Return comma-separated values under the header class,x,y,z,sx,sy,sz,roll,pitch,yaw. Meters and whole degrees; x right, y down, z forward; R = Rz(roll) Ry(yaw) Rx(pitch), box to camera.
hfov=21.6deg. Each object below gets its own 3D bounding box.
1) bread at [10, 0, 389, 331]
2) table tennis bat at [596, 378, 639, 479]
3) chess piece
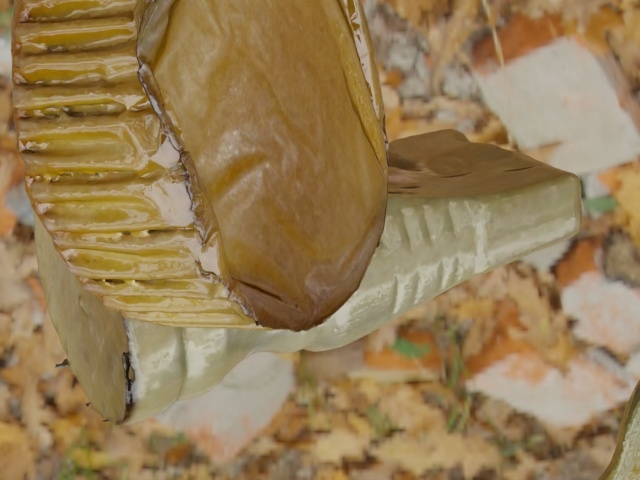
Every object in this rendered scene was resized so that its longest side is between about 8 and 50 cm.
class,x,y,z,sx,sy,sz,roll,pitch,yaw
bread,-0.052,-0.057,0.723,0.104,0.199,0.199,-3,128,30
table tennis bat,0.224,0.152,1.032,0.320,0.050,0.198,-18,106,-12
chess piece,0.000,0.000,0.940,0.300,0.137,0.137,-15,128,-24
